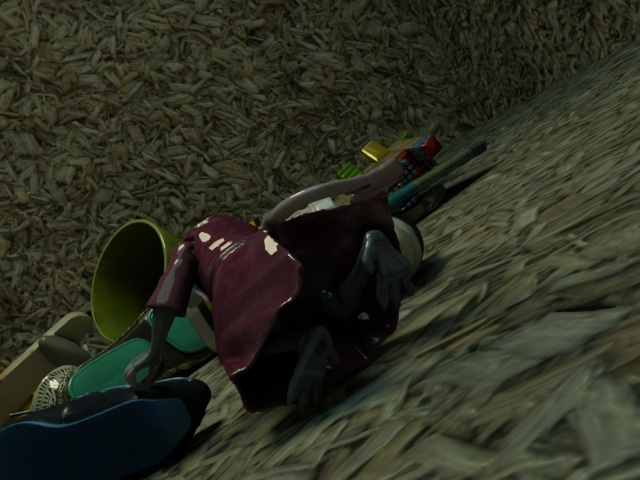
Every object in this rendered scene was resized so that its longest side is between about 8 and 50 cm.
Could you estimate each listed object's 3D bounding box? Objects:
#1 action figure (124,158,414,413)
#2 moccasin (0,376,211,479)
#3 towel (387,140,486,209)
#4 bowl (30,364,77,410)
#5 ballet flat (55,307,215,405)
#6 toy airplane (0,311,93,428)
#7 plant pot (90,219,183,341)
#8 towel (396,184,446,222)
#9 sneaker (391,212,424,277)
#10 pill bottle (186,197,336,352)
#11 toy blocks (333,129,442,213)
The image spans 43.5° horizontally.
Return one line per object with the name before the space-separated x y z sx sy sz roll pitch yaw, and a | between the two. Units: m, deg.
action figure | -0.089 0.036 0.884 0.248 0.275 0.370 -16 22 -30
moccasin | -0.276 0.256 1.020 0.342 0.137 0.117 -15 7 28
towel | 0.184 -0.096 1.816 0.370 0.040 0.271 -31 0 -29
bowl | -0.480 0.334 1.582 0.080 0.170 0.170 3 22 28
ballet flat | -0.330 0.233 1.602 0.483 0.164 0.182 -38 -17 -42
toy airplane | -0.675 0.360 1.753 0.384 0.272 0.386 -20 -40 -51
plant pot | -0.326 0.120 1.855 0.275 0.274 0.294 -31 -33 33
towel | 0.155 -0.037 1.837 0.285 0.034 0.209 -32 3 22
sneaker | -0.009 0.060 1.107 0.323 0.130 0.236 -26 0 11
pill bottle | -0.098 0.052 1.511 0.334 0.187 0.188 -31 3 -2
toy blocks | 0.179 -0.142 2.118 0.381 0.190 0.261 -45 14 -11
